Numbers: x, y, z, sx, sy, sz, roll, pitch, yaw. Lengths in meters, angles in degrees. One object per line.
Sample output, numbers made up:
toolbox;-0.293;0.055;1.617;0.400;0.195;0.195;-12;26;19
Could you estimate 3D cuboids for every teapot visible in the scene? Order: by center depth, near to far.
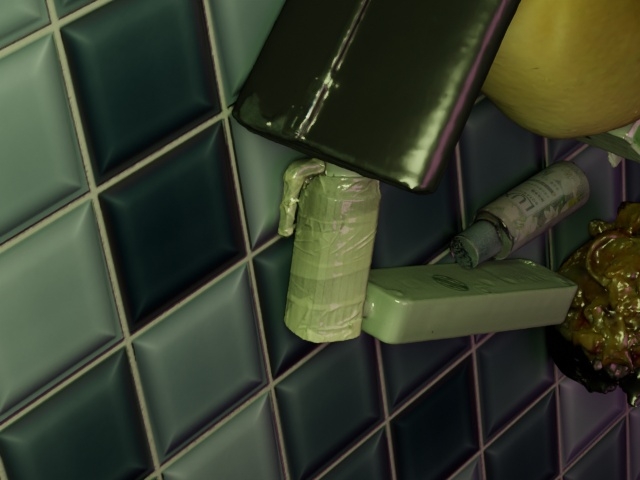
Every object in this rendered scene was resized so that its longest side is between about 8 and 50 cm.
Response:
teapot;0.000;0.000;1.652;0.107;0.077;0.200;-2;111;-29

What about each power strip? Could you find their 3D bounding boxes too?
power strip;0.159;0.068;1.857;0.385;0.091;0.062;-3;115;-49

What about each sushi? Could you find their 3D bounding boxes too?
sushi;0.390;0.078;2.054;0.213;0.200;0.204;-48;135;-22

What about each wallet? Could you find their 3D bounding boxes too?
wallet;0.090;-0.257;1.505;0.406;0.228;0.062;-65;154;-5

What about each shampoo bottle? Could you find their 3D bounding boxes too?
shampoo bottle;0.238;-0.029;1.924;0.214;0.072;0.072;-31;129;-38

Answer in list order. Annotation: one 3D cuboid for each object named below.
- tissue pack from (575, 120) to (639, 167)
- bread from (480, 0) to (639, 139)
tissue pack;0.389;-0.206;1.909;0.145;0.159;0.229;37;83;-46
bread;0.274;-0.296;1.689;0.348;0.253;0.376;-58;140;-7
